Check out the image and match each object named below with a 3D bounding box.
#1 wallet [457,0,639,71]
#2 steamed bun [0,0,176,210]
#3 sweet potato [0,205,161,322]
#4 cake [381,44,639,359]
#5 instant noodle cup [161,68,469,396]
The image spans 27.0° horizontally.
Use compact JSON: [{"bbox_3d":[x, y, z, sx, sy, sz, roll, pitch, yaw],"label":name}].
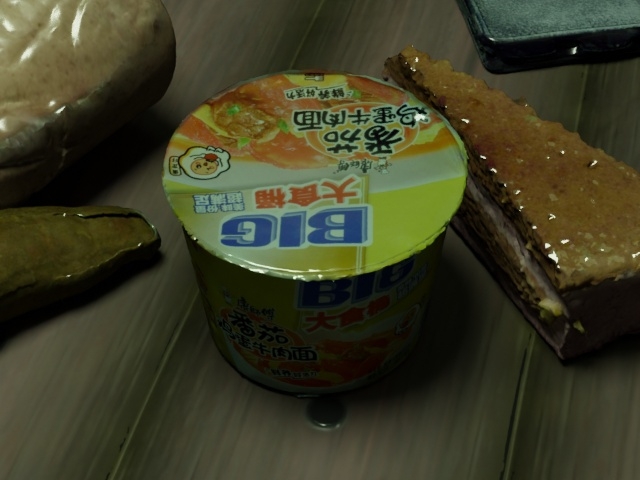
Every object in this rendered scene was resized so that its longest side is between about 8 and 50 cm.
[{"bbox_3d":[0.201,-0.237,1.225,0.167,0.036,0.222,-9,44,-7],"label":"wallet"},{"bbox_3d":[-0.288,-0.159,1.039,0.301,0.199,0.251,42,62,7],"label":"steamed bun"},{"bbox_3d":[-0.241,0.043,0.932,0.286,0.085,0.112,-27,84,-37],"label":"sweet potato"},{"bbox_3d":[0.134,-0.029,0.961,0.113,0.116,0.295,-29,52,-26],"label":"cake"},{"bbox_3d":[0.000,0.000,0.911,0.205,0.153,0.205,-2,46,2],"label":"instant noodle cup"}]
